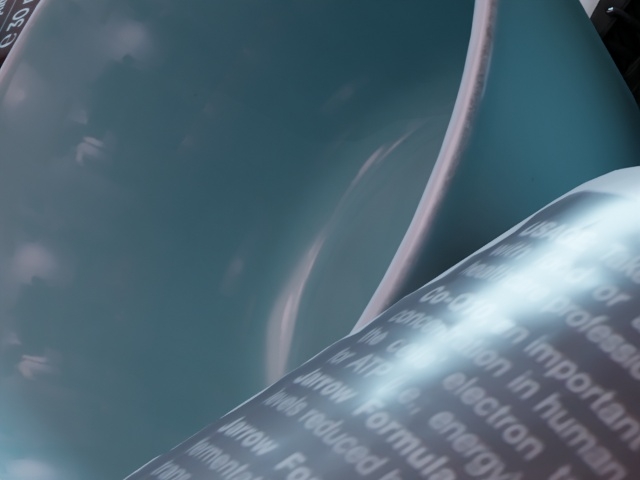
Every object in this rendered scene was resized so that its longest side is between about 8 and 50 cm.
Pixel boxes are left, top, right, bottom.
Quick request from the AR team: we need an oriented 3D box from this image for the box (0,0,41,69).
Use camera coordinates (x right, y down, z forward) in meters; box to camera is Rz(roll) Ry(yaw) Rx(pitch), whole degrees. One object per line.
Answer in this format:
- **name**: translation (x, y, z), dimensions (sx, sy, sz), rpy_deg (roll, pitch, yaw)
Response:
- **box**: translation (-0.249, -0.063, 1.057), dimensions (0.381, 0.143, 0.191), rpy_deg (-20, 37, 28)

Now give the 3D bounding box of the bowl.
- **bowl**: translation (0.000, 0.000, 0.665), dimensions (0.311, 0.163, 0.312), rpy_deg (-30, 46, 37)

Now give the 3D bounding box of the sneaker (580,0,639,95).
- **sneaker**: translation (0.136, -0.115, 0.806), dimensions (0.106, 0.078, 0.234), rpy_deg (-15, 36, 35)

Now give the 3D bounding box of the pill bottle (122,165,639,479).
- **pill bottle**: translation (0.059, 0.109, 0.438), dimensions (0.361, 0.204, 0.204), rpy_deg (-32, 30, -16)
